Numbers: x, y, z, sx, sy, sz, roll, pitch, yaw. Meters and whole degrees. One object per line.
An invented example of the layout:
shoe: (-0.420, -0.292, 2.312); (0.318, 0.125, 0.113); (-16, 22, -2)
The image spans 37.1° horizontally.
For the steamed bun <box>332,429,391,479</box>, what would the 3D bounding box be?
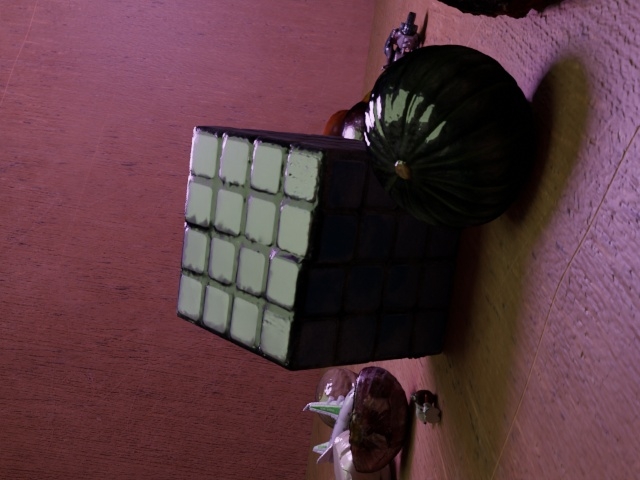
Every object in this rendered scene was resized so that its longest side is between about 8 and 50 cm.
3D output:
steamed bun: (0.086, 0.475, 1.949); (0.183, 0.106, 0.183); (174, 90, -84)

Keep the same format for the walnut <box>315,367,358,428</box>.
walnut: (0.054, 0.405, 2.435); (0.140, 0.140, 0.162); (107, 175, -71)

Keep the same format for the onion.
onion: (0.121, 0.342, 1.828); (0.151, 0.098, 0.206); (-35, -53, -64)

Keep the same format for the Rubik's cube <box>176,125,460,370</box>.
Rubik's cube: (0.000, 0.000, 1.573); (0.343, 0.344, 0.337); (16, 101, 46)

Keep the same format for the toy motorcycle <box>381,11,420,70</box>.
toy motorcycle: (0.195, -0.456, 2.299); (0.213, 0.082, 0.122); (104, 174, -70)

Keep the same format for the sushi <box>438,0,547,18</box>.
sushi: (0.214, -0.382, 1.183); (0.343, 0.181, 0.196); (-106, 28, -79)

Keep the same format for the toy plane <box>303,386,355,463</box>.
toy plane: (0.069, 0.441, 2.288); (0.251, 0.101, 0.255); (41, 115, 37)

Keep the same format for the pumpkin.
pumpkin: (0.175, -0.138, 1.229); (0.250, 0.216, 0.250); (59, 165, 26)

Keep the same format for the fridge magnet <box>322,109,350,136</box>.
fridge magnet: (0.080, -0.107, 2.091); (0.363, 0.155, 0.364); (31, -126, -56)

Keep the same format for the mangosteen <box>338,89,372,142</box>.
mangosteen: (0.134, -0.207, 1.902); (0.210, 0.209, 0.210); (-173, 90, -86)

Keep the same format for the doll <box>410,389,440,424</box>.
doll: (0.175, 0.275, 1.579); (0.085, 0.040, 0.058); (93, 170, -78)
